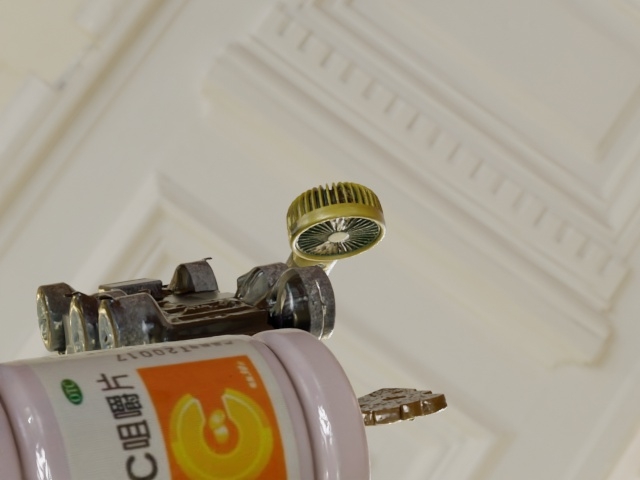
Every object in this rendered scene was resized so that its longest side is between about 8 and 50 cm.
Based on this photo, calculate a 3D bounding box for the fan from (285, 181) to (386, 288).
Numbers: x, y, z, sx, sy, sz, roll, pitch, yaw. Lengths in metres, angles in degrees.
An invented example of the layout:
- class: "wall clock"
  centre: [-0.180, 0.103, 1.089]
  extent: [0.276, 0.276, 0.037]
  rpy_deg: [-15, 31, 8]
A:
- class: "fan"
  centre: [0.000, 0.000, 1.334]
  extent: [0.082, 0.039, 0.155]
  rpy_deg: [0, 151, -21]

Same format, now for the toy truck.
- class: "toy truck"
  centre: [-0.109, 0.109, 1.199]
  extent: [0.176, 0.178, 0.363]
  rpy_deg: [-8, -173, -22]

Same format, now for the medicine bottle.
- class: "medicine bottle"
  centre: [-0.112, 0.118, 0.759]
  extent: [0.249, 0.133, 0.133]
  rpy_deg: [-4, -170, -27]

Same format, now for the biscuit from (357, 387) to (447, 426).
- class: "biscuit"
  centre: [0.044, 0.116, 1.083]
  extent: [0.092, 0.082, 0.016]
  rpy_deg: [-144, 42, -87]
